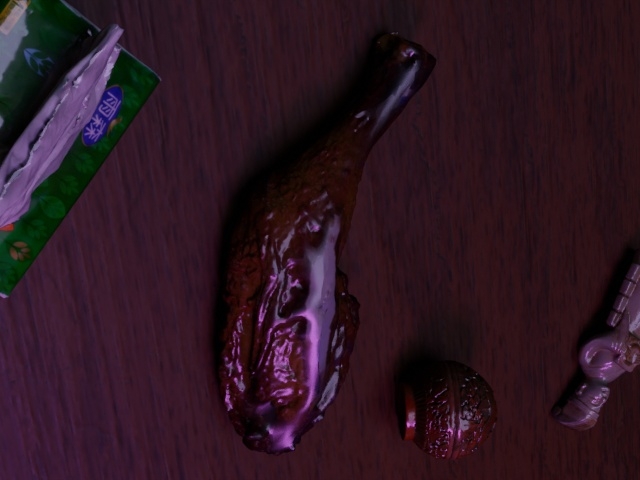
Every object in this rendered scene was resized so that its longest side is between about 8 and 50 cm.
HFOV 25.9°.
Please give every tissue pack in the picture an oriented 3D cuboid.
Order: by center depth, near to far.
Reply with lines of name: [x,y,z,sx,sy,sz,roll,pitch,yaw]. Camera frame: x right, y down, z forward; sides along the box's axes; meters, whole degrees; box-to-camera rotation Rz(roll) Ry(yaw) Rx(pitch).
tissue pack: [-0.232,-0.080,1.023,0.148,0.156,0.209,40,79,-39]

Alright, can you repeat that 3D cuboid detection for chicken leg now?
chicken leg: [0.000,0.000,1.255,0.158,0.096,0.407,16,93,-42]

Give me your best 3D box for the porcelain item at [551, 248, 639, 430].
porcelain item: [0.330,0.117,1.550,0.084,0.054,0.213,32,86,-36]

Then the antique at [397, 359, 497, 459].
antique: [0.129,0.169,1.395,0.104,0.104,0.104,-12,111,-32]
